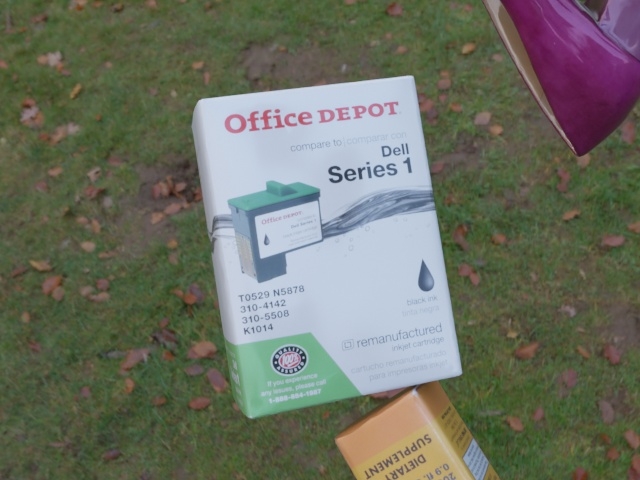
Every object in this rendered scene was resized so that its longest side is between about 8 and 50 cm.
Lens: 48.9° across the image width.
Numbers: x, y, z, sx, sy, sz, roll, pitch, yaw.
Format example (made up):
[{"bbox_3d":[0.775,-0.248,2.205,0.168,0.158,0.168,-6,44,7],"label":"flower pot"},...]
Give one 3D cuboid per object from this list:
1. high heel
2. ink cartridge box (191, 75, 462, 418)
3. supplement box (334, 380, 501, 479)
[{"bbox_3d":[0.129,-0.220,0.639,0.377,0.181,0.127,25,23,3],"label":"high heel"},{"bbox_3d":[0.000,0.000,0.519,0.160,0.092,0.219,-10,90,-12],"label":"ink cartridge box"},{"bbox_3d":[0.108,0.219,0.504,0.078,0.080,0.233,-36,79,14],"label":"supplement box"}]
